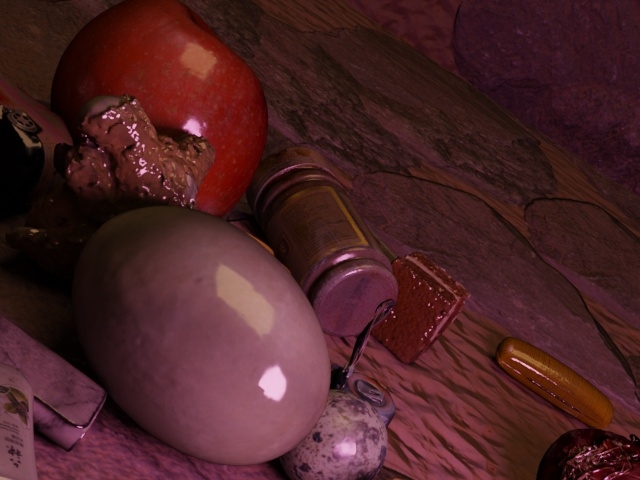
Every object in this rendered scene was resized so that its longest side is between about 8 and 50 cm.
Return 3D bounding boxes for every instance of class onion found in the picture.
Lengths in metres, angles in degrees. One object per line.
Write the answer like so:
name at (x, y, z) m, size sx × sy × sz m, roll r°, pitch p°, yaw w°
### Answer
onion at (0.400, 0.379, 1.837) m, size 0.281 × 0.221 × 0.281 m, roll 53°, pitch -2°, yaw 3°

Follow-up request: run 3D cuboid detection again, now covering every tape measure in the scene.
tape measure at (0.082, 0.179, 1.856) m, size 0.107 × 0.180 × 0.104 m, roll 32°, pitch 6°, yaw -5°

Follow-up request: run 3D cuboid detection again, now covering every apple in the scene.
apple at (-0.230, -0.190, 1.972) m, size 0.348 × 0.277 × 0.348 m, roll 41°, pitch 5°, yaw -5°

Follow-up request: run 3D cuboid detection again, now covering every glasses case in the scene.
glasses case at (-0.371, 0.109, 1.454) m, size 0.299 × 0.060 × 0.114 m, roll 38°, pitch 19°, yaw -9°
glasses case at (0.405, 0.244, 2.304) m, size 0.234 × 0.064 × 0.079 m, roll 33°, pitch 29°, yaw -5°

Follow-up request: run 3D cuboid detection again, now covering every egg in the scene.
egg at (-0.141, 0.109, 1.564) m, size 0.352 × 0.258 × 0.258 m, roll 42°, pitch 23°, yaw 24°
egg at (0.019, 0.251, 1.661) m, size 0.132 × 0.132 × 0.172 m, roll 44°, pitch 14°, yaw 22°

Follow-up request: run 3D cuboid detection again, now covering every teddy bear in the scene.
teddy bear at (-0.271, -0.048, 1.715) m, size 0.267 × 0.256 × 0.156 m, roll 23°, pitch 41°, yaw -60°

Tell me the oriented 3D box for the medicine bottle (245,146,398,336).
medicine bottle at (0.000, 0.000, 2.116) m, size 0.151 × 0.151 × 0.322 m, roll 18°, pitch 27°, yaw -35°

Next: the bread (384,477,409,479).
bread at (0.139, 0.387, 1.566) m, size 0.241 × 0.107 × 0.136 m, roll 29°, pitch 43°, yaw -12°

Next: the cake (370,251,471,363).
cake at (0.154, 0.106, 2.151) m, size 0.134 × 0.135 × 0.147 m, roll 42°, pitch 18°, yaw 19°

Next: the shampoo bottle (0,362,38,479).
shampoo bottle at (-0.330, 0.219, 1.293) m, size 0.118 × 0.087 × 0.234 m, roll 10°, pitch 30°, yaw -23°

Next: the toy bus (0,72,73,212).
toy bus at (-0.473, -0.170, 1.833) m, size 0.303 × 0.127 × 0.147 m, roll 40°, pitch 20°, yaw 13°

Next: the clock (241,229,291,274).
clock at (-0.131, 0.015, 1.874) m, size 0.237 × 0.057 × 0.237 m, roll 23°, pitch -12°, yaw 5°

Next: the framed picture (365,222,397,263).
framed picture at (0.084, 0.027, 2.366) m, size 0.173 × 0.010 × 0.231 m, roll 2°, pitch 38°, yaw -52°
